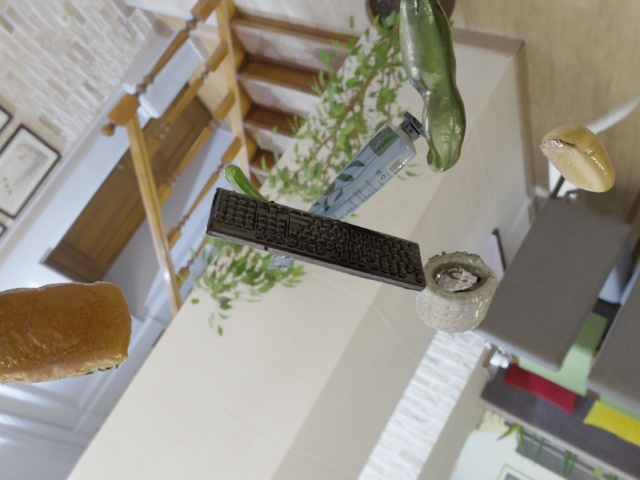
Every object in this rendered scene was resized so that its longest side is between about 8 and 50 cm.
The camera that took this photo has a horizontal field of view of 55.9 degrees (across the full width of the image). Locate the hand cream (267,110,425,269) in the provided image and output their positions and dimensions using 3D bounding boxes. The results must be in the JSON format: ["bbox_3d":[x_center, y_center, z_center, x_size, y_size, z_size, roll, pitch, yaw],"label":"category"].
[{"bbox_3d":[0.033,-0.058,0.801,0.058,0.271,0.091,46,-168,11],"label":"hand cream"}]

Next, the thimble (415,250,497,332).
[{"bbox_3d":[0.208,0.080,0.935,0.090,0.115,0.102,89,157,-46],"label":"thimble"}]

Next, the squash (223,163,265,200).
[{"bbox_3d":[-0.108,-0.076,0.849,0.027,0.027,0.089,21,158,40],"label":"squash"}]

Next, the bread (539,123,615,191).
[{"bbox_3d":[0.367,-0.120,0.847,0.115,0.056,0.082,40,176,-21],"label":"bread"}]

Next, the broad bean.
[{"bbox_3d":[0.113,-0.167,0.610,0.070,0.048,0.214,-133,28,-63],"label":"broad bean"}]

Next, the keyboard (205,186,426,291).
[{"bbox_3d":[0.000,0.000,0.669,0.250,0.087,0.017,16,128,-12],"label":"keyboard"}]

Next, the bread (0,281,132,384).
[{"bbox_3d":[-0.460,0.163,1.057,0.245,0.174,0.121,-2,143,-24],"label":"bread"}]
